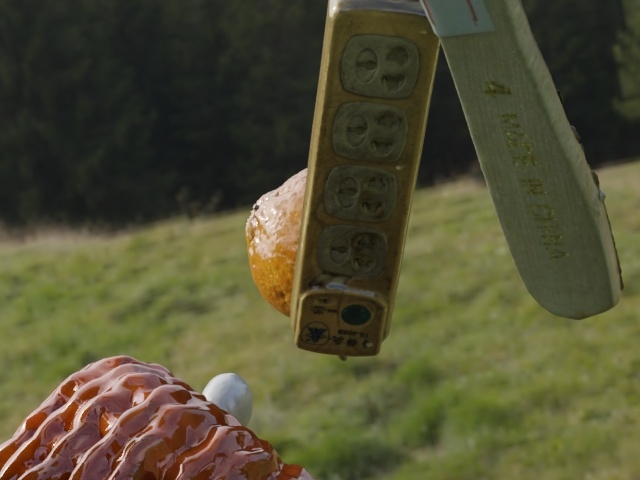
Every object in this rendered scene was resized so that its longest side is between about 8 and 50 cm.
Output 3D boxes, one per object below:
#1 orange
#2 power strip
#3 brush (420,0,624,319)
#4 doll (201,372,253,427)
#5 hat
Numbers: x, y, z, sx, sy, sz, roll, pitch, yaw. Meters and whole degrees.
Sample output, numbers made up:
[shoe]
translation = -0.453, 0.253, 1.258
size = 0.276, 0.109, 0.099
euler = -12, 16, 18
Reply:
[orange]
translation = 0.001, -0.001, 1.481
size = 0.135, 0.117, 0.135
euler = -39, 20, 18
[power strip]
translation = 0.024, -0.032, 1.063
size = 0.064, 0.305, 0.044
euler = 6, 43, -2
[brush]
translation = 0.057, -0.087, 0.675
size = 0.085, 0.336, 0.020
euler = -2, 44, 29
[doll]
translation = -0.138, 0.244, 1.327
size = 0.311, 0.159, 0.242
euler = -41, 55, -4
[hat]
translation = -0.148, 0.272, 1.032
size = 0.400, 0.285, 0.285
euler = -43, 16, -6
